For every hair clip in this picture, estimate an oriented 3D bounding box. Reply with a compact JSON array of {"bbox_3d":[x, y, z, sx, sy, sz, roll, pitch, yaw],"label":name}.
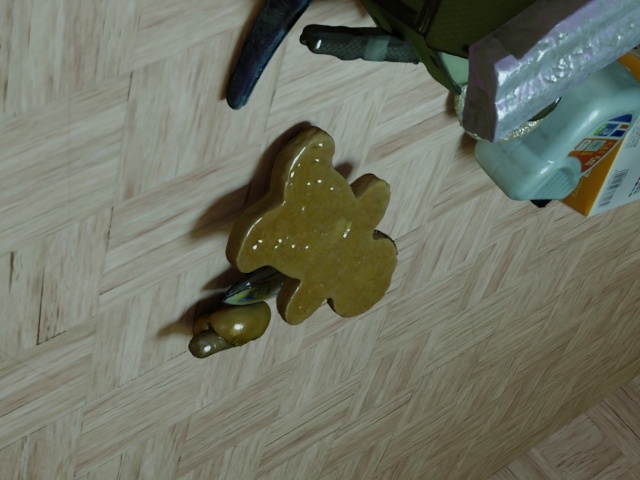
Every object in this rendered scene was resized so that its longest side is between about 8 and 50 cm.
[{"bbox_3d":[-0.029,-0.233,1.352,0.275,0.048,0.083,-50,167,30],"label":"hair clip"}]

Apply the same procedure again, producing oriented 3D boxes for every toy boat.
[{"bbox_3d":[-0.048,0.045,1.775,0.210,0.066,0.084,-21,148,-39],"label":"toy boat"}]

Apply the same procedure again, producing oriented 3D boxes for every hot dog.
[{"bbox_3d":[-0.117,0.114,1.765,0.090,0.060,0.140,-22,170,23],"label":"hot dog"}]

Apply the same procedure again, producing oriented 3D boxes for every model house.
[{"bbox_3d":[0.120,-0.250,1.368,0.279,0.205,0.218,-1,123,-43],"label":"model house"}]

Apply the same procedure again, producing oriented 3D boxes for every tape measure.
[{"bbox_3d":[0.335,-0.159,1.948,0.246,0.125,0.243,-48,163,21],"label":"tape measure"}]

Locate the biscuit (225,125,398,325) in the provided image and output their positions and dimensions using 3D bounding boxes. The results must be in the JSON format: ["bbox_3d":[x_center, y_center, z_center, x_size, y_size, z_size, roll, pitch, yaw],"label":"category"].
[{"bbox_3d":[0.000,0.000,1.705,0.216,0.047,0.340,-56,146,0],"label":"biscuit"}]

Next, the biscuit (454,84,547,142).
[{"bbox_3d":[0.242,-0.192,1.790,0.152,0.020,0.152,-8,128,-10],"label":"biscuit"}]

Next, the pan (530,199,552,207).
[{"bbox_3d":[0.407,-0.130,2.218,0.212,0.040,0.115,-33,154,-28],"label":"pan"}]

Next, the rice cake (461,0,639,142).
[{"bbox_3d":[0.260,-0.208,1.328,0.298,0.050,0.106,-33,140,-18],"label":"rice cake"}]

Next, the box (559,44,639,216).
[{"bbox_3d":[0.486,-0.182,2.135,0.221,0.091,0.274,-14,134,-49],"label":"box"}]
